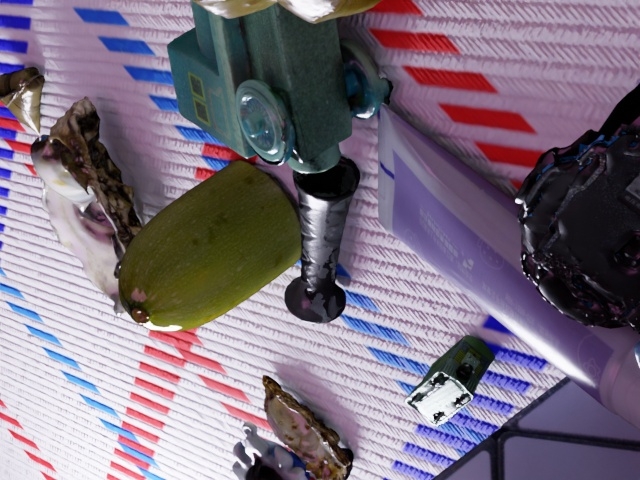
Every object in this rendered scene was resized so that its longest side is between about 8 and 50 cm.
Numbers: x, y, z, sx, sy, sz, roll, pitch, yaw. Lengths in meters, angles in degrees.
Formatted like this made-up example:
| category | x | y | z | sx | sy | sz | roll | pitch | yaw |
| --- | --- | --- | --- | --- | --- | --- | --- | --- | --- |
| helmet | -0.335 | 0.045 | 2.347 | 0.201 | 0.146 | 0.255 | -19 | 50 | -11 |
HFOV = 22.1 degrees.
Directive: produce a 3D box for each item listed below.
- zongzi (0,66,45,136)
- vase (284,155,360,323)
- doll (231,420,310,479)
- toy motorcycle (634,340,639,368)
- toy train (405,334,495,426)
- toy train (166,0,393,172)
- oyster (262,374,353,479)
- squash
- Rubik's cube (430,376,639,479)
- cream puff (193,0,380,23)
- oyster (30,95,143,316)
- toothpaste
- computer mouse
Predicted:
| category | x | y | z | sx | sy | sz | roll | pitch | yaw |
| --- | --- | --- | --- | --- | --- | --- | --- | --- | --- |
| zongzi | -0.315 | -0.149 | 1.796 | 0.076 | 0.040 | 0.083 | -5 | 125 | 51 |
| vase | 0.000 | 0.000 | 1.434 | 0.059 | 0.059 | 0.167 | 40 | 146 | 28 |
| doll | -0.041 | 0.270 | 1.742 | 0.096 | 0.070 | 0.195 | 0 | 126 | 39 |
| toy motorcycle | 0.300 | 0.217 | 1.009 | 0.172 | 0.232 | 0.416 | 5 | 121 | 56 |
| toy train | 0.110 | 0.118 | 1.381 | 0.038 | 0.056 | 0.093 | 38 | 150 | 0 |
| toy train | -0.053 | -0.197 | 1.273 | 0.194 | 0.120 | 0.298 | 34 | 143 | 44 |
| oyster | -0.014 | 0.189 | 1.664 | 0.086 | 0.029 | 0.132 | -30 | 89 | 55 |
| squash | -0.108 | 0.019 | 1.495 | 0.123 | 0.186 | 0.123 | 31 | 142 | 28 |
| Rubik's cube | 0.182 | 0.264 | 1.258 | 0.207 | 0.205 | 0.205 | 45 | 148 | 23 |
| cream puff | -0.034 | -0.252 | 0.976 | 0.323 | 0.270 | 0.274 | -12 | 112 | 30 |
| oyster | -0.233 | -0.023 | 1.743 | 0.214 | 0.083 | 0.223 | 59 | 156 | 5 |
| toothpaste | 0.150 | 0.025 | 1.222 | 0.371 | 0.080 | 0.125 | 38 | 144 | 40 |
| computer mouse | 0.213 | -0.030 | 1.058 | 0.146 | 0.077 | 0.242 | 36 | 138 | -3 |
